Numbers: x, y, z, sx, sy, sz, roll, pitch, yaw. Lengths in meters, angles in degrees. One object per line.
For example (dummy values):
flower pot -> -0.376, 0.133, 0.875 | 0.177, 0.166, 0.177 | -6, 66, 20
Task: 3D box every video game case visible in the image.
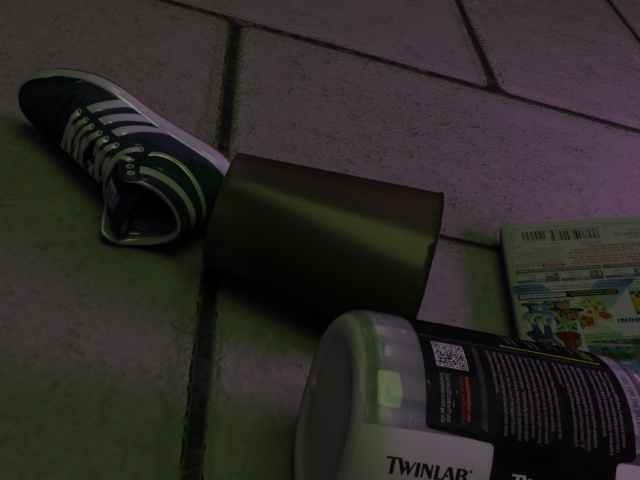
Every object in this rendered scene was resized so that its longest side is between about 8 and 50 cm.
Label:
video game case -> 0.395, 0.068, 0.999 | 0.329, 0.036, 0.300 | -4, 36, 7

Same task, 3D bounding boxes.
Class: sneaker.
sneaker -> -0.241, -0.093, 0.936 | 0.282, 0.099, 0.153 | 28, 34, 3

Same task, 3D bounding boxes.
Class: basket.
basket -> 0.000, 0.000, 0.904 | 0.227, 0.154, 0.204 | 17, 45, 0

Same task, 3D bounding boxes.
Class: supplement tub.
supplement tub -> 0.150, 0.177, 0.709 | 0.316, 0.193, 0.193 | 11, 37, -13
